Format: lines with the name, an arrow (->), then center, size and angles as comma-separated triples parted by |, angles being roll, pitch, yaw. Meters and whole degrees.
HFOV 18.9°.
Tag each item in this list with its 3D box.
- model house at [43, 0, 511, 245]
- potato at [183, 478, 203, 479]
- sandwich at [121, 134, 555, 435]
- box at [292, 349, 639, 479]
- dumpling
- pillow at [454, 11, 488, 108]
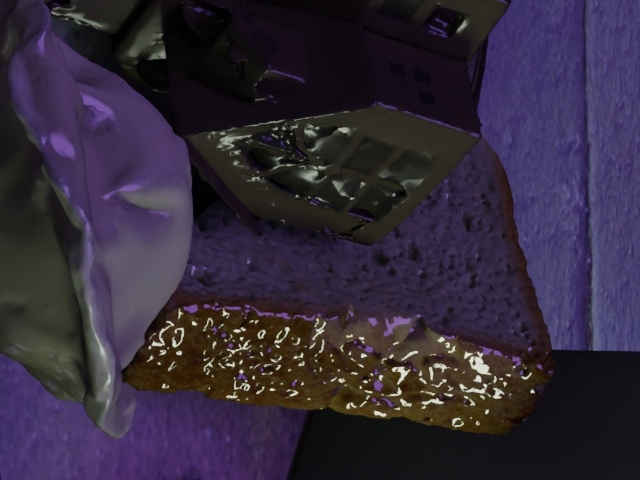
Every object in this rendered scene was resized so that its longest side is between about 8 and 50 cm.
model house -> -0.037, -0.142, 1.127 | 0.243, 0.204, 0.211 | 15, 46, -28
potato -> -0.072, 0.251, 1.200 | 0.164, 0.081, 0.200 | 48, 54, -49
sandwich -> -0.002, 0.003, 1.250 | 0.288, 0.099, 0.254 | 8, 46, -23
box -> 0.142, 0.247, 1.289 | 0.177, 0.344, 0.352 | 47, 53, -47
dumpling -> -0.136, -0.022, 0.975 | 0.147, 0.193, 0.258 | -15, 92, -17
pillow -> 0.079, -0.166, 1.459 | 0.203, 0.038, 0.113 | 32, 64, -55
